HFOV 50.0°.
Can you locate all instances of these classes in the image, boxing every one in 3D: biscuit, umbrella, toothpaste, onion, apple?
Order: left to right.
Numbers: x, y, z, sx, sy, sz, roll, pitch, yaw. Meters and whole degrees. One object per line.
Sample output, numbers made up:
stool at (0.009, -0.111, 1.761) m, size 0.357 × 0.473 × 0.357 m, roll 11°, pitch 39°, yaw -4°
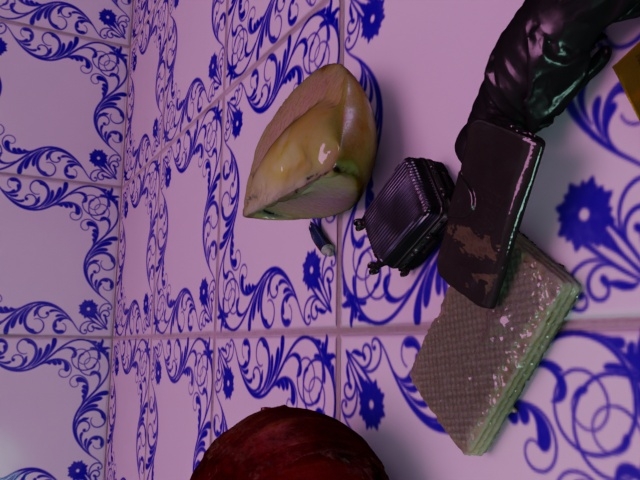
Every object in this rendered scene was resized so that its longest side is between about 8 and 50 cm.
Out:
onion at (-0.040, 0.320, 0.740) m, size 0.276 × 0.276 × 0.276 m, roll -19°, pitch 68°, yaw 60°
toothpaste at (0.000, 0.000, 0.972) m, size 0.083 × 0.019 × 0.027 m, roll -127°, pitch 25°, yaw -54°
apple at (0.001, -0.124, 0.894) m, size 0.265 × 0.120 × 0.193 m, roll -21°, pitch 53°, yaw 57°
biscuit at (0.152, 0.090, 0.640) m, size 0.121 × 0.040 × 0.200 m, roll 53°, pitch 131°, yaw 50°
umbrella at (0.212, -0.192, 0.542) m, size 0.358 × 0.106 × 0.113 m, roll 114°, pitch 158°, yaw -45°

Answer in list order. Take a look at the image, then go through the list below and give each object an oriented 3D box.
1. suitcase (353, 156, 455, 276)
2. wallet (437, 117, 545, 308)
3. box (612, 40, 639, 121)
suitcase at (0.095, -0.026, 0.747) m, size 0.126 × 0.059 × 0.086 m, roll -55°, pitch 41°, yaw 43°
wallet at (0.143, -0.025, 0.594) m, size 0.082 × 0.018 × 0.157 m, roll 40°, pitch 127°, yaw 46°
box at (0.285, -0.131, 0.433) m, size 0.193 × 0.030 × 0.121 m, roll -49°, pitch 44°, yaw 48°
